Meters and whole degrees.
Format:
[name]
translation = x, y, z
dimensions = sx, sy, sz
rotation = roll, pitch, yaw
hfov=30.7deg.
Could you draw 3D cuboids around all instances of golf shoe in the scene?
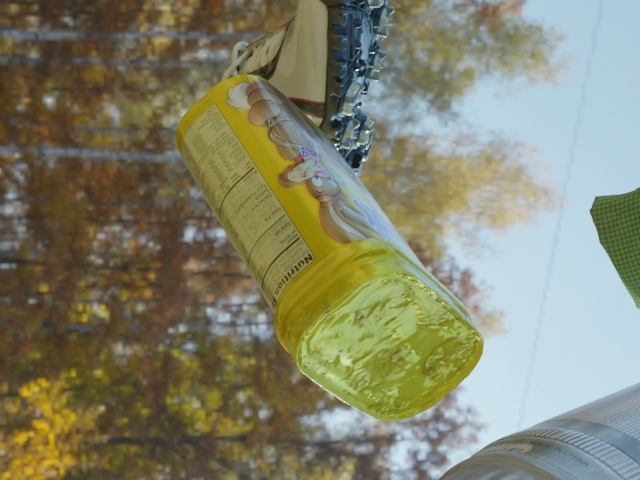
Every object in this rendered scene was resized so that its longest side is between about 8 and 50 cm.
[golf shoe]
translation = -0.020, -0.106, 0.820
dimensions = 0.273, 0.120, 0.105
rotation = 100, 12, -60

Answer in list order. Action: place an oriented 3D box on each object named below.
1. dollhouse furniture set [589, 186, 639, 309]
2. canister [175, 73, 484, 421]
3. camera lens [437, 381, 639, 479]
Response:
[dollhouse furniture set]
translation = 0.413, 0.084, 1.233
dimensions = 0.197, 0.151, 0.302
rotation = -23, -75, 43
[canister]
translation = 0.000, 0.000, 0.616
dimensions = 0.073, 0.126, 0.170
rotation = -41, -130, 9
[camera lens]
translation = 0.211, 0.216, 0.782
dimensions = 0.219, 0.274, 0.219
rotation = 20, -65, 49
